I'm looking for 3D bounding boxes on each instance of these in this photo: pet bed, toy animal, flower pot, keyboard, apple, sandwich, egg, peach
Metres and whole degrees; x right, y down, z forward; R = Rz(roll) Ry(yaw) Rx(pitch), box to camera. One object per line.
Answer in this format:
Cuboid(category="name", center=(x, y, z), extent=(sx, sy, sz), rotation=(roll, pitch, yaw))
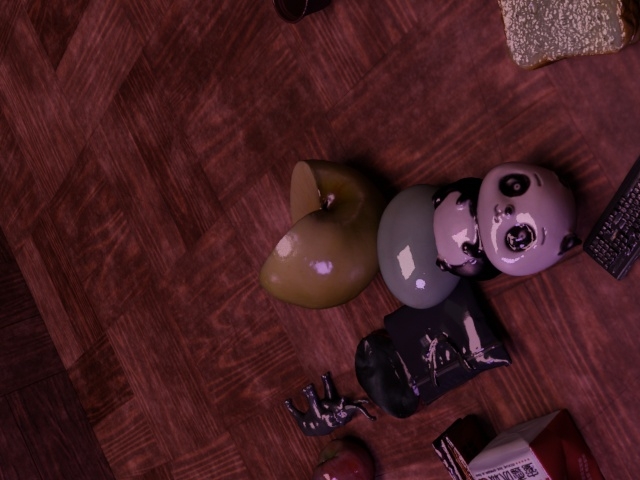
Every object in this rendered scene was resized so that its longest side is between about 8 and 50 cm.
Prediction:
Cuboid(category="pet bed", center=(0.149, 0.287, 1.793), extent=(0.201, 0.053, 0.201), rotation=(23, 123, 41))
Cuboid(category="toy animal", center=(0.018, 0.391, 1.973), extent=(0.269, 0.082, 0.137), rotation=(-30, 86, 47))
Cuboid(category="flower pot", center=(-0.029, -0.486, 1.632), extent=(0.111, 0.089, 0.111), rotation=(23, 122, 43))
Cuboid(category="keyboard", center=(0.487, -0.043, 1.277), extent=(0.094, 0.025, 0.230), rotation=(47, 136, 29))
Cuboid(category="apple", center=(0.021, 0.001, 1.661), extent=(0.233, 0.295, 0.258), rotation=(15, 138, 3))
Cuboid(category="sandwich", center=(0.369, -0.359, 1.242), extent=(0.214, 0.065, 0.186), rotation=(2, 108, 50))
Cuboid(category="egg", center=(0.187, 0.010, 1.523), extent=(0.168, 0.168, 0.231), rotation=(-6, 79, 50))
Cuboid(category="toy animal", center=(0.310, -0.032, 1.374), extent=(0.235, 0.165, 0.187), rotation=(-14, 78, 54))
Cuboid(category="peach", center=(0.056, 0.556, 1.959), extent=(0.152, 0.152, 0.152), rotation=(23, 123, 42))

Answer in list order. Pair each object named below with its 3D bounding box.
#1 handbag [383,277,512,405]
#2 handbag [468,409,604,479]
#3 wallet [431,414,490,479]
Cuboid(category="handbag", center=(0.242, 0.189, 1.613), extent=(0.254, 0.088, 0.211), rotation=(-41, 65, 43))
Cuboid(category="handbag", center=(0.423, 0.476, 1.483), extent=(0.171, 0.151, 0.298), rotation=(-36, 81, 45))
Cuboid(category="wallet", center=(0.307, 0.438, 1.592), extent=(0.042, 0.161, 0.195), rotation=(-40, 75, 28))
